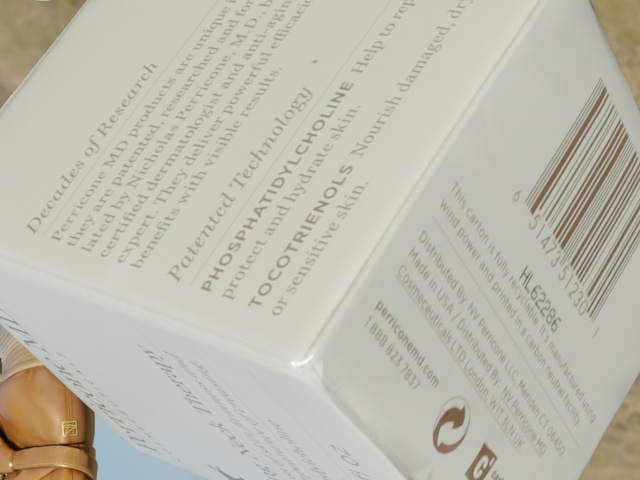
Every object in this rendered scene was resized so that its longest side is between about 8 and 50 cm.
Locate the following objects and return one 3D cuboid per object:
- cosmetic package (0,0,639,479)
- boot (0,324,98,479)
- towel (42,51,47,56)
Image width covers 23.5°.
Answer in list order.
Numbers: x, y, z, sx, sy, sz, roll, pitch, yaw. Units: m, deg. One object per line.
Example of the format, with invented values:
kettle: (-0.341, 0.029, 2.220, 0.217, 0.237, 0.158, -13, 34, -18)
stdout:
cosmetic package: (0.000, 0.000, 1.121, 0.394, 0.327, 0.329, 15, 153, 41)
boot: (-0.268, 0.202, 1.435, 0.109, 0.283, 0.220, 2, -119, -30)
towel: (-0.211, -0.097, 1.964, 0.336, 0.243, 0.040, 13, 168, -14)
